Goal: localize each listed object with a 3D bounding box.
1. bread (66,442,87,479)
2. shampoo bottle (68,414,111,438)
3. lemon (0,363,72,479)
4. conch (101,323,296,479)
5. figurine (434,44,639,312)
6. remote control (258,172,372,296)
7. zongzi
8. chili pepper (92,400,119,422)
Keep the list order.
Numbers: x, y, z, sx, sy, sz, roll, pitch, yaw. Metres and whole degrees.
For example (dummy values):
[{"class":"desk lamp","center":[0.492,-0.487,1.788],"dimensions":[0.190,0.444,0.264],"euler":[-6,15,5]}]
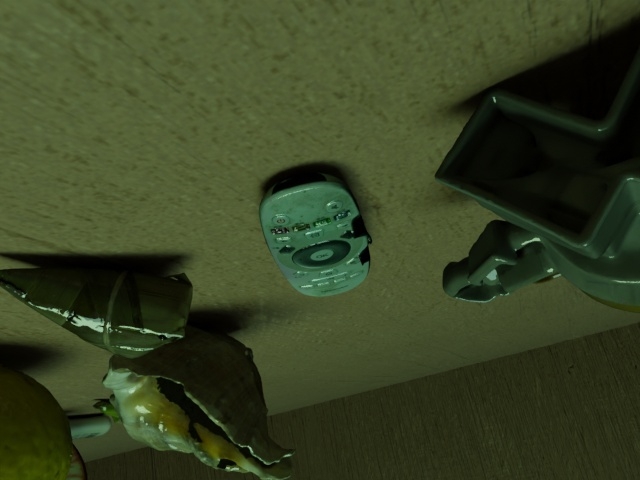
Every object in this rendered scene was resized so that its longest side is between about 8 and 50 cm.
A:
[{"class":"bread","center":[-0.676,0.539,1.246],"dimensions":[0.328,0.295,0.114],"euler":[2,157,-20]},{"class":"shampoo bottle","center":[-0.644,0.473,1.445],"dimensions":[0.108,0.051,0.221],"euler":[-26,156,35]},{"class":"lemon","center":[-0.463,0.282,0.740],"dimensions":[0.258,0.258,0.310],"euler":[-19,156,17]},{"class":"conch","center":[-0.173,0.214,0.833],"dimensions":[0.324,0.186,0.263],"euler":[8,154,22]},{"class":"figurine","center":[0.248,-0.027,0.461],"dimensions":[0.342,0.167,0.285],"euler":[-2,161,37]},{"class":"remote control","center":[0.000,0.002,0.569],"dimensions":[0.097,0.045,0.256],"euler":[-14,157,0]},{"class":"zongzi","center":[-0.235,0.073,0.586],"dimensions":[0.176,0.078,0.160],"euler":[11,151,-28]},{"class":"chili pepper","center":[-0.482,0.398,1.366],"dimensions":[0.049,0.043,0.208],"euler":[14,153,1]}]
